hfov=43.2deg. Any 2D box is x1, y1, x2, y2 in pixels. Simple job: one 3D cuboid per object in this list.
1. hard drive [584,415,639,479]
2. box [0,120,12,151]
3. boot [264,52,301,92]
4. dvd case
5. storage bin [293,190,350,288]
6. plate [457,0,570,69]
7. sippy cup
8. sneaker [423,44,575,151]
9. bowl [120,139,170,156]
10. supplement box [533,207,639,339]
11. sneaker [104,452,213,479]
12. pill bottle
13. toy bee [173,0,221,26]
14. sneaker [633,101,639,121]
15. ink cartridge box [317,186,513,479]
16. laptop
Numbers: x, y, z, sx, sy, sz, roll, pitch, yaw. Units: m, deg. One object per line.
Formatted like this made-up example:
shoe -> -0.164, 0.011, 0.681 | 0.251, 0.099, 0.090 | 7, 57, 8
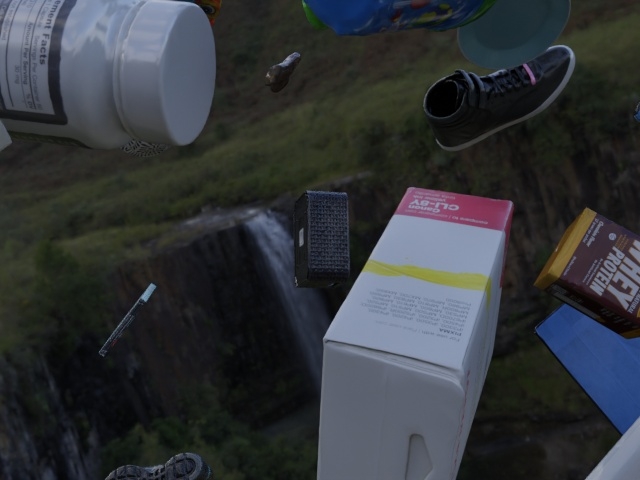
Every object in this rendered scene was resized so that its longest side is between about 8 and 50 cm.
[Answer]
hard drive -> 0.574, 0.269, 1.178 | 0.353, 0.233, 0.047 | -54, 29, 9
box -> -0.460, -0.068, 0.806 | 0.113, 0.094, 0.275 | 10, 43, 34
boot -> -0.090, -0.322, 1.614 | 0.106, 0.037, 0.114 | -52, 3, 35
dvd case -> -0.318, 0.130, 1.334 | 0.119, 0.013, 0.087 | -50, 9, 11
storage bin -> 0.000, 0.000, 1.601 | 0.084, 0.180, 0.122 | 1, -12, -15
plate -> 0.310, -0.357, 1.306 | 0.188, 0.024, 0.188 | -8, -39, -6
sippy cup -> 0.096, -0.376, 1.071 | 0.224, 0.240, 0.305 | -28, -30, -36
sneaker -> 0.319, -0.275, 1.471 | 0.296, 0.104, 0.147 | -31, -27, 19
bowl -> -0.365, -0.265, 1.727 | 0.170, 0.170, 0.080 | -19, 12, -31
supplement box -> 0.496, 0.063, 1.391 | 0.129, 0.194, 0.191 | -58, -11, -4
sneaker -> -0.373, 0.563, 1.859 | 0.268, 0.101, 0.106 | -15, -29, 12
pill bottle -> -0.329, -0.221, 1.006 | 0.361, 0.204, 0.204 | 8, 10, 12
toy bee -> -0.232, -0.416, 1.373 | 0.195, 0.298, 0.162 | -61, -4, -16
sneaker -> 0.577, -0.188, 1.276 | 0.162, 0.063, 0.073 | 14, 33, -4
ink cartridge box -> 0.130, 0.141, 1.045 | 0.161, 0.279, 0.384 | 11, 32, 16
laptop -> 0.716, 0.181, 1.549 | 0.236, 0.382, 0.408 | -34, -8, -43
